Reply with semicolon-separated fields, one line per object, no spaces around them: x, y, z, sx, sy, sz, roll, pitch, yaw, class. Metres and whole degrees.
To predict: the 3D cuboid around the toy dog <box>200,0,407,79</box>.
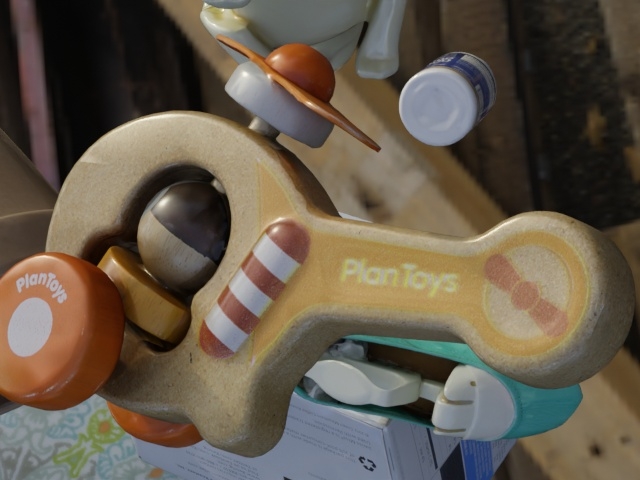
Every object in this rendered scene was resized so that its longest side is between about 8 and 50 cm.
-0.052;-0.348;2.140;0.395;0.285;0.408;59;172;21;toy dog

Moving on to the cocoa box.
-0.004;0.124;1.692;0.347;0.228;0.231;19;141;30;cocoa box

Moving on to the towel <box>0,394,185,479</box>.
-0.271;0.188;1.922;0.090;0.321;0.374;100;-176;-65;towel

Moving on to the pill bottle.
0.113;-0.125;1.491;0.067;0.120;0.067;5;107;17;pill bottle

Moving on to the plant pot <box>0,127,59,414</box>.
-0.318;0.005;1.484;0.263;0.263;0.229;-51;60;39;plant pot

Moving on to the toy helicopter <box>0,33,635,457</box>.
0.000;0.000;0.905;0.355;0.140;0.235;6;77;35;toy helicopter

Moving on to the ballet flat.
0.080;0.119;1.380;0.247;0.087;0.083;12;116;13;ballet flat
